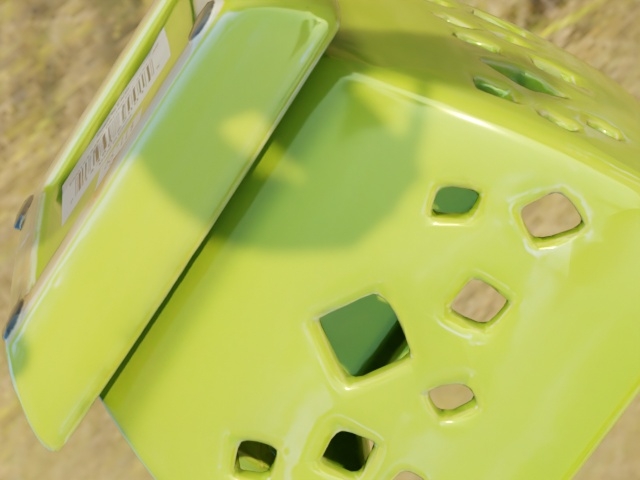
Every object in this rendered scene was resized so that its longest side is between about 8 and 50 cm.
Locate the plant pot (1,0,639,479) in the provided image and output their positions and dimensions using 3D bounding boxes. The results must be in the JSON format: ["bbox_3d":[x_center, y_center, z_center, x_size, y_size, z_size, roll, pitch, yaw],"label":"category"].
[{"bbox_3d":[0.000,0.000,0.747,0.207,0.228,0.227,30,-165,-16],"label":"plant pot"}]
